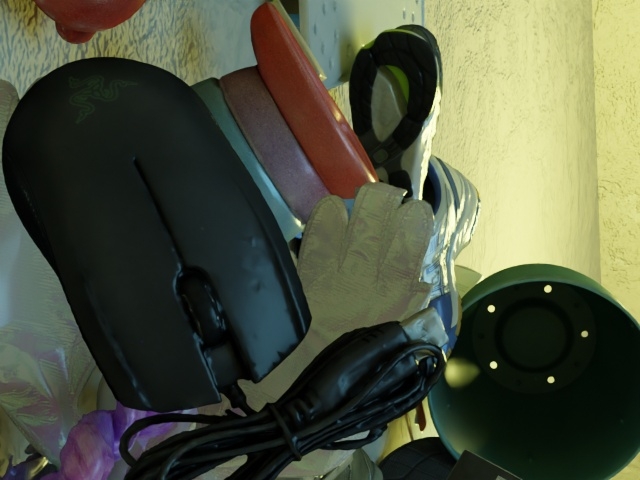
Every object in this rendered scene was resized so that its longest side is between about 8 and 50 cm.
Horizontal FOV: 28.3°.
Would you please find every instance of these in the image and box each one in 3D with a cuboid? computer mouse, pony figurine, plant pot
[{"bbox_3d":[-0.071,0.002,0.662,0.272,0.188,0.072,56,-18,15],"label":"computer mouse"},{"bbox_3d":[-0.106,0.113,0.801,0.363,0.302,0.351,66,39,-79],"label":"pony figurine"},{"bbox_3d":[0.293,0.163,1.705,0.235,0.293,0.293,-62,151,-76],"label":"plant pot"}]

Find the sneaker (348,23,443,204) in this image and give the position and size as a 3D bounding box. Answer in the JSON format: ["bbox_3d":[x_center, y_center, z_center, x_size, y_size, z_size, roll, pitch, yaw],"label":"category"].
[{"bbox_3d":[0.079,-0.095,1.360,0.121,0.111,0.300,-51,159,-57],"label":"sneaker"}]

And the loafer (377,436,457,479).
[{"bbox_3d":[0.098,0.352,1.594,0.302,0.109,0.095,-38,147,-55],"label":"loafer"}]

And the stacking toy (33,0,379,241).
[{"bbox_3d":[-0.094,-0.148,0.922,0.309,0.130,0.279,57,6,-23],"label":"stacking toy"}]

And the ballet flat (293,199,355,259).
[{"bbox_3d":[0.000,0.000,1.291,0.074,0.074,0.203,-35,128,-65],"label":"ballet flat"}]

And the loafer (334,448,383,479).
[{"bbox_3d":[-0.004,0.280,1.323,0.087,0.094,0.251,62,19,-12],"label":"loafer"}]

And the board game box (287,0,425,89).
[{"bbox_3d":[0.031,-0.375,1.336,0.390,0.050,0.390,-35,126,-64],"label":"board game box"}]

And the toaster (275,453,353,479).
[{"bbox_3d":[-0.041,0.134,1.141,0.185,0.110,0.168,-23,114,-67],"label":"toaster"}]

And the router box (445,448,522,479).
[{"bbox_3d":[0.127,0.430,1.492,0.309,0.081,0.243,-54,158,-24],"label":"router box"}]

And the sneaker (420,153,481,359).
[{"bbox_3d":[0.110,0.030,1.579,0.131,0.111,0.296,38,55,-45],"label":"sneaker"}]

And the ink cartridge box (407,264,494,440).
[{"bbox_3d":[0.170,0.179,1.833,0.232,0.066,0.189,-45,139,-31],"label":"ink cartridge box"}]

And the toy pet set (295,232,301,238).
[{"bbox_3d":[-0.058,-0.054,1.170,0.114,0.065,0.122,17,71,-33],"label":"toy pet set"}]
